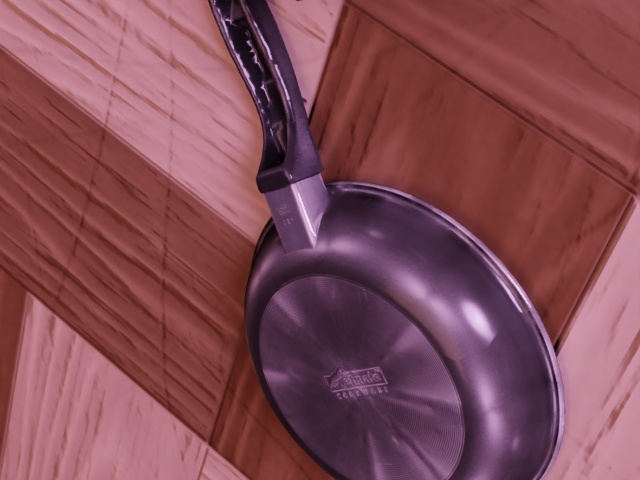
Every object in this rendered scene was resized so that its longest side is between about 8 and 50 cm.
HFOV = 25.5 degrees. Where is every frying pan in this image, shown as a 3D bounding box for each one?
[{"bbox_3d":[0.024,0.007,0.701,0.197,0.053,0.326,13,124,36],"label":"frying pan"}]
